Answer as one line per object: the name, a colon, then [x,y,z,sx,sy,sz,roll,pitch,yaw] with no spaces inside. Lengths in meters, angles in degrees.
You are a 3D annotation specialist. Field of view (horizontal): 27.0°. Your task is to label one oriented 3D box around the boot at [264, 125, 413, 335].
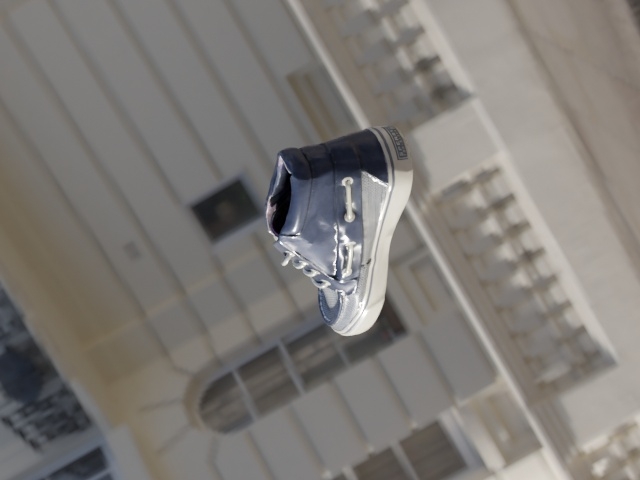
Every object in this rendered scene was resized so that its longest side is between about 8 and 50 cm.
boot: [0.000,0.000,0.906,0.190,0.086,0.069,101,151,-44]
